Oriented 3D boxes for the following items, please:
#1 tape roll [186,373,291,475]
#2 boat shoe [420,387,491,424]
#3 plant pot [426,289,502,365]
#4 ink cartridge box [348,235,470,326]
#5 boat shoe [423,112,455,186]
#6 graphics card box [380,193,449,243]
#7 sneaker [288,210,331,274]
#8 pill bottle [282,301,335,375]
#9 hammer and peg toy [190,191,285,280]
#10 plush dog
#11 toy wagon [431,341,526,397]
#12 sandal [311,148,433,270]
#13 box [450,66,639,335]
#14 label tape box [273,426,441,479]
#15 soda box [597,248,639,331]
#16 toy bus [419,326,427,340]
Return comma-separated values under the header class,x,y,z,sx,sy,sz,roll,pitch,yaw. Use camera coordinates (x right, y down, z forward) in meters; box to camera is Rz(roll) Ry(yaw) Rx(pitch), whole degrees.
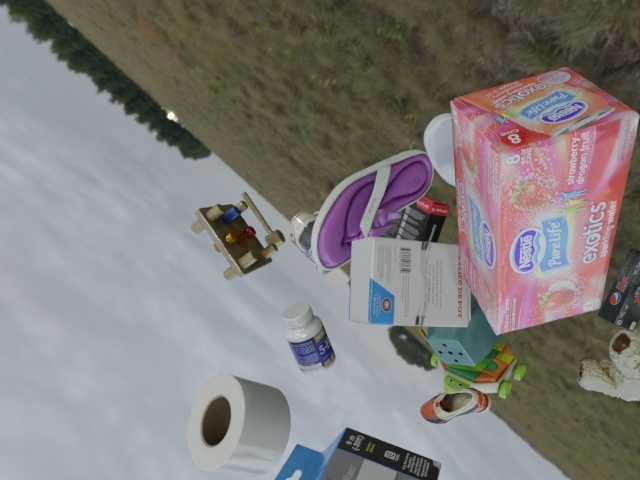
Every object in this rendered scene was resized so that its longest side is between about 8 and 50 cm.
class,x,y,z,sx,sy,sz,roll,pitch,yaw
tape roll,-0.222,0.502,1.364,0.169,0.246,0.246,28,-172,-39
boat shoe,0.215,0.274,0.833,0.043,0.137,0.049,23,-126,-31
plant pot,0.410,0.227,1.414,0.165,0.234,0.166,-9,127,50
ink cartridge box,0.161,0.077,0.897,0.203,0.148,0.086,6,172,-22
boat shoe,0.282,-0.146,0.884,0.301,0.108,0.102,20,-148,-32
graphics card box,0.322,0.000,1.861,0.094,0.371,0.233,7,-162,-29
sneaker,0.000,0.000,1.364,0.127,0.126,0.321,45,174,15
pill bottle,-0.037,0.274,1.410,0.187,0.111,0.112,69,169,-21
hammer and peg toy,-0.270,-0.018,1.706,0.266,0.127,0.361,54,-163,2
plush dog,0.892,0.336,1.407,0.210,0.225,0.263,35,142,19
toy wagon,0.507,0.429,1.671,0.267,0.068,0.344,18,-151,38
sandal,0.138,-0.087,1.112,0.102,0.416,0.170,13,136,46
box,0.266,-0.039,0.640,0.142,0.153,0.300,-104,-1,-51
label tape box,0.063,0.516,1.042,0.333,0.106,0.240,15,-161,17
soda box,0.677,0.107,1.089,0.053,0.169,0.060,21,-171,-8
toy bus,0.460,0.242,1.705,0.108,0.130,0.332,55,-141,1
